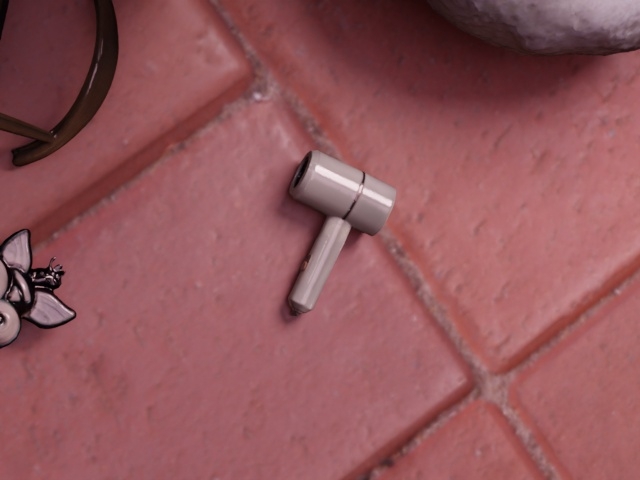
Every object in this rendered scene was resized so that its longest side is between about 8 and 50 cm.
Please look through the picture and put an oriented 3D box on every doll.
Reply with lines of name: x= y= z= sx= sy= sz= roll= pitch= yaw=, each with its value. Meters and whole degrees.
doll: x=-0.302 y=0.067 z=1.281 sx=0.219 sy=0.067 sz=0.091 roll=-27 pitch=93 yaw=-16

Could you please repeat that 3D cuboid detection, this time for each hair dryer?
hair dryer: x=0.000 y=0.000 z=1.380 sx=0.082 sy=0.047 sz=0.137 roll=24 pitch=91 yaw=-13

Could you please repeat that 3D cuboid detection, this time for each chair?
chair: x=-0.300 y=-0.175 z=1.244 sx=0.272 sy=0.166 sz=0.188 roll=20 pitch=81 yaw=-57

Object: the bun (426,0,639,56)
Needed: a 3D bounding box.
bun: x=0.194 y=-0.324 z=1.347 sx=0.362 sy=0.211 sz=0.361 roll=-1 pitch=93 yaw=-15
